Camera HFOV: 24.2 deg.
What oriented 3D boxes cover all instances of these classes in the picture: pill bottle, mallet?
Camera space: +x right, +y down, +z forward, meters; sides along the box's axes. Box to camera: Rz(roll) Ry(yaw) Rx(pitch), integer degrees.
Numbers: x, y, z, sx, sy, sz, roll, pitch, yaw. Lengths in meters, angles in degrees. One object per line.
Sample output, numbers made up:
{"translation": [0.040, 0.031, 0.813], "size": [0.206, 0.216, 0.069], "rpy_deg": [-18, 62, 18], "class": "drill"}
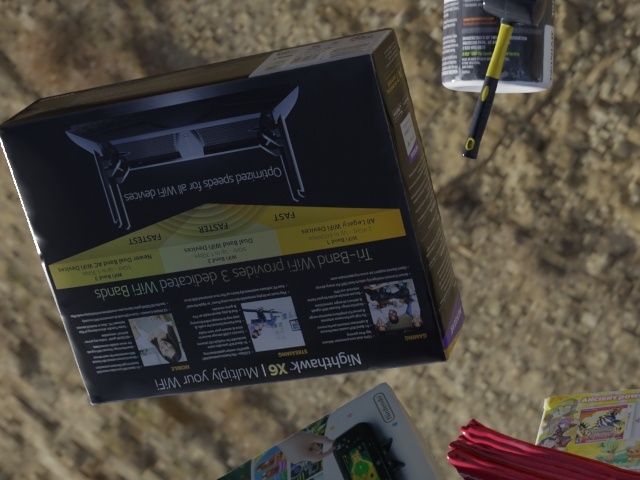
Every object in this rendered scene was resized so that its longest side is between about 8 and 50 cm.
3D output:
{"translation": [0.208, -0.298, 1.727], "size": [0.130, 0.130, 0.246], "rpy_deg": [3, 92, 35], "class": "pill bottle"}
{"translation": [0.191, -0.177, 1.569], "size": [0.062, 0.039, 0.190], "rpy_deg": [12, 96, 28], "class": "mallet"}

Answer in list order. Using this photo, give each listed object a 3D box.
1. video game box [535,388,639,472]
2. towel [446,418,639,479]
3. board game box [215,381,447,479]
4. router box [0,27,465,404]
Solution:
{"translation": [0.289, 0.212, 1.358], "size": [0.205, 0.187, 0.048], "rpy_deg": [-8, 128, 29], "class": "video game box"}
{"translation": [0.213, 0.212, 1.019], "size": [0.198, 0.031, 0.275], "rpy_deg": [14, 156, 32], "class": "towel"}
{"translation": [-0.035, 0.261, 1.045], "size": [0.097, 0.303, 0.224], "rpy_deg": [58, -178, -29], "class": "board game box"}
{"translation": [-0.066, -0.012, 1.150], "size": [0.308, 0.081, 0.243], "rpy_deg": [-8, 109, 19], "class": "router box"}
